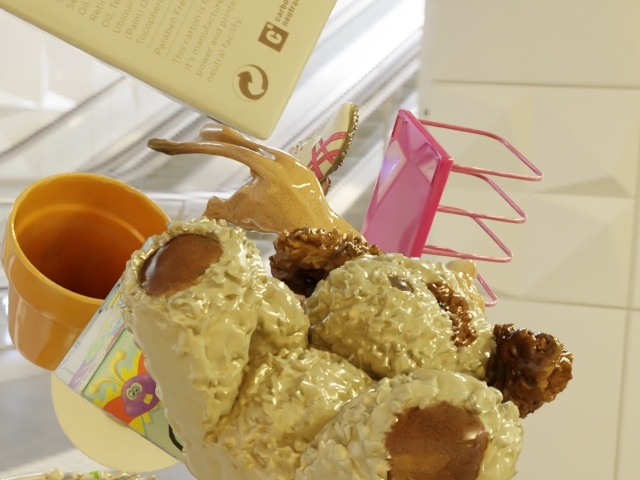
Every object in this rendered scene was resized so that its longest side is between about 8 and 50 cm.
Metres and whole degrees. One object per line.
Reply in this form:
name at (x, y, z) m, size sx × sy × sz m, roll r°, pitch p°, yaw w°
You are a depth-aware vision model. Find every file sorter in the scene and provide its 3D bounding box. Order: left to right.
file sorter at (0.186, -0.015, 1.592) m, size 0.182 × 0.291 × 0.202 m, roll 8°, pitch 24°, yaw -19°

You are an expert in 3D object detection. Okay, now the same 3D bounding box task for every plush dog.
plush dog at (0.025, 0.091, 0.675) m, size 0.262 × 0.211 × 0.225 m, roll 31°, pitch 44°, yaw 26°

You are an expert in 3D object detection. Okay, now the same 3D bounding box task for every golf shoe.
golf shoe at (-0.006, -0.129, 1.575) m, size 0.086 × 0.186 × 0.067 m, roll 27°, pitch 16°, yaw -3°

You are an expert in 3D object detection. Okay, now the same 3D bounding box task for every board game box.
board game box at (-0.053, 0.132, 0.852) m, size 0.275 × 0.142 × 0.144 m, roll 38°, pitch -14°, yaw -17°

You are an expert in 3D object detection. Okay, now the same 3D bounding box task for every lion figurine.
lion figurine at (0.000, 0.000, 1.182) m, size 0.392 × 0.142 × 0.240 m, roll 34°, pitch -13°, yaw -30°

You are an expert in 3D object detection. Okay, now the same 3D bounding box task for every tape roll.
tape roll at (-0.278, 0.226, 1.683) m, size 0.286 × 0.286 × 0.100 m, roll 3°, pitch -9°, yaw 4°

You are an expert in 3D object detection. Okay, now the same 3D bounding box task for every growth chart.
growth chart at (-0.301, 0.290, 1.231) m, size 0.171 × 0.021 × 0.237 m, roll -15°, pitch -21°, yaw 16°

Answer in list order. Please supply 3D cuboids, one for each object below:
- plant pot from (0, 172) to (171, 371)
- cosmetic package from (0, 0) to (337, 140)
plant pot at (-0.293, 0.055, 1.274) m, size 0.205 × 0.188 × 0.205 m, roll 17°, pitch 41°, yaw -16°
cosmetic package at (-0.222, -0.252, 0.809) m, size 0.453 × 0.162 × 0.230 m, roll 26°, pitch 3°, yaw -16°
